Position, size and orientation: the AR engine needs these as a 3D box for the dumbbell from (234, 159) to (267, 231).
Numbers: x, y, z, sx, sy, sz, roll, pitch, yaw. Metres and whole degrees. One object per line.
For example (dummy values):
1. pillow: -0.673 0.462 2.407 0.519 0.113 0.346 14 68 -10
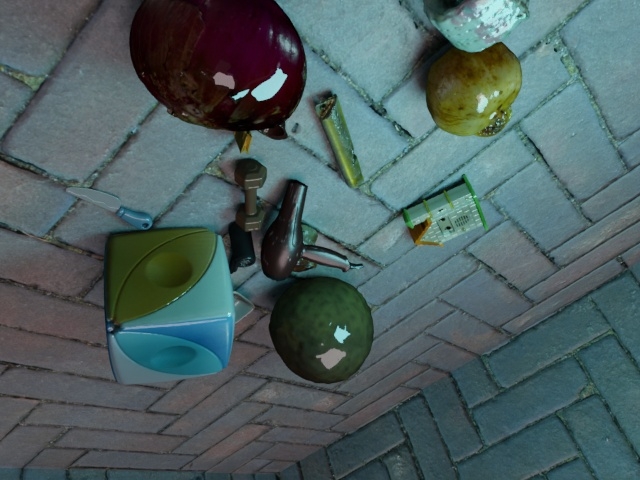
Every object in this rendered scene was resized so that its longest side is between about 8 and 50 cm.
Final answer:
1. dumbbell: -0.200 -0.126 1.458 0.092 0.082 0.231 -8 141 -16

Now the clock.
1. clock: 0.428 -0.081 1.779 0.255 0.106 0.220 -24 141 13

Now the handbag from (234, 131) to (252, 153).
1. handbag: -0.193 -0.265 1.290 0.027 0.083 0.061 2 135 -27

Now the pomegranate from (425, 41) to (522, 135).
1. pomegranate: 0.383 -0.381 1.282 0.248 0.248 0.248 -12 142 -10

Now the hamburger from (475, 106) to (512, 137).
1. hamburger: 0.487 -0.358 1.474 0.141 0.081 0.126 9 134 -30

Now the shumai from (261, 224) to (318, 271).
1. shumai: -0.092 0.044 1.685 0.201 0.120 0.201 -13 145 -10

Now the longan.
1. longan: 0.004 0.324 1.853 0.391 0.391 0.391 -12 142 -10

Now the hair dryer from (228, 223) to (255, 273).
1. hair dryer: -0.264 0.063 1.642 0.070 0.128 0.255 -4 150 -20

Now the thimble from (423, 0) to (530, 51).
1. thimble: 0.344 -0.525 1.109 0.149 0.211 0.185 22 96 -39

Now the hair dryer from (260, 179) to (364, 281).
1. hair dryer: 0.000 0.000 1.573 0.340 0.123 0.313 15 107 -19

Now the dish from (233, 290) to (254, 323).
1. dish: -0.371 0.261 1.843 0.234 0.064 0.154 -37 141 1

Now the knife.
1. knife: -0.565 -0.095 1.387 0.058 0.032 0.244 -35 136 22

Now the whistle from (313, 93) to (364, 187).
1. whistle: 0.057 -0.267 1.418 0.068 0.057 0.326 -23 142 4

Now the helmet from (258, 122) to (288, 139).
1. helmet: -0.124 -0.306 1.293 0.089 0.057 0.111 3 164 29

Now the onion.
1. onion: -0.171 -0.403 0.992 0.347 0.347 0.385 18 95 -38

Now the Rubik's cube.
1. Rubik's cube: -0.453 0.195 1.520 0.347 0.352 0.352 -4 138 -20
